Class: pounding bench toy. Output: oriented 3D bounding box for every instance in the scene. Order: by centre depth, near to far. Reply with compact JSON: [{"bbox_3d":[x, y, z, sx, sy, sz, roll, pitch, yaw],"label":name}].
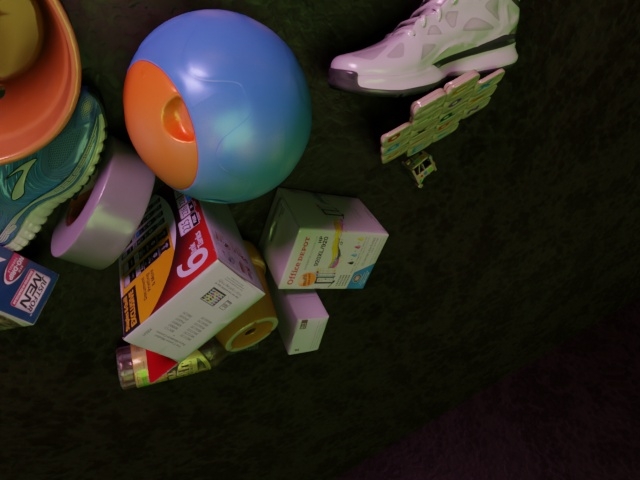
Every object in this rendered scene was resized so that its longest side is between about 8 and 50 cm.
[{"bbox_3d":[0.258,-0.181,1.084,0.065,0.052,0.083,-38,134,4],"label":"pounding bench toy"}]

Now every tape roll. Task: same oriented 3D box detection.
[{"bbox_3d":[-0.369,-0.064,0.724,0.072,0.219,0.219,28,109,-40],"label":"tape roll"}]

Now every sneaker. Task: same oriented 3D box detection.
[{"bbox_3d":[-0.471,-0.124,0.685,0.330,0.130,0.147,-44,136,10],"label":"sneaker"},{"bbox_3d":[0.200,-0.433,0.804,0.447,0.169,0.258,-22,125,-22],"label":"sneaker"}]

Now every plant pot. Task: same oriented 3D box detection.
[{"bbox_3d":[-0.459,-0.264,0.526,0.290,0.204,0.291,-15,132,-18],"label":"plant pot"},{"bbox_3d":[-0.193,0.134,0.960,0.205,0.188,0.205,-28,154,-15],"label":"plant pot"}]

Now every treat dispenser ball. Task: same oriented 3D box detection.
[{"bbox_3d":[-0.156,-0.203,0.678,0.287,0.288,0.288,-15,131,-17],"label":"treat dispenser ball"}]

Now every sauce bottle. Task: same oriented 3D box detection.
[{"bbox_3d":[-0.334,0.288,1.102,0.344,0.111,0.112,-10,129,-21],"label":"sauce bottle"}]

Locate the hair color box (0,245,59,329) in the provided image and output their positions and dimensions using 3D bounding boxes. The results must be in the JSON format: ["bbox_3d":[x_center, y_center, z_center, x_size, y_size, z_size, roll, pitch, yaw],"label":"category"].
[{"bbox_3d":[-0.644,0.032,0.684,0.173,0.105,0.347,-12,143,30],"label":"hair color box"}]

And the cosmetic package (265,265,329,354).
[{"bbox_3d":[-0.068,0.151,1.051,0.085,0.231,0.118,-2,127,-27],"label":"cosmetic package"}]

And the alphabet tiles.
[{"bbox_3d":[0.250,-0.263,0.921,0.277,0.021,0.284,-30,170,4],"label":"alphabet tiles"}]

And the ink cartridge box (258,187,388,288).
[{"bbox_3d":[0.000,0.000,1.009,0.232,0.168,0.171,3,125,-29],"label":"ink cartridge box"}]

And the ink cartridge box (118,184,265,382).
[{"bbox_3d":[-0.282,0.056,0.804,0.271,0.309,0.130,-40,133,5],"label":"ink cartridge box"}]
